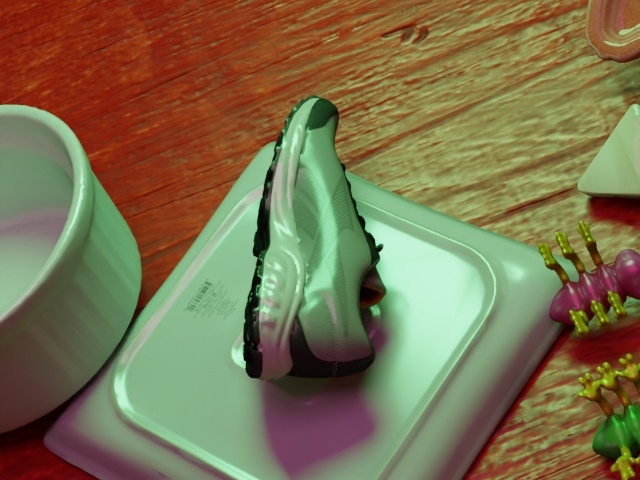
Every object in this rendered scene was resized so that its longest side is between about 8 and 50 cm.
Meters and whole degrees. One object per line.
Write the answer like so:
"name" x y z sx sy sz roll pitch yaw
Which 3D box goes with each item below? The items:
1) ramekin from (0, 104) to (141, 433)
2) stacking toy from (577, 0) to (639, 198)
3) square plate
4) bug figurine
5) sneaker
"ramekin" -0.287 0.032 1.468 0.277 0.135 0.277 -17 46 18
"stacking toy" 0.374 -0.128 1.421 0.309 0.130 0.279 16 90 31
"square plate" -0.011 0.090 1.410 0.344 0.049 0.347 24 67 30
"bug figurine" 0.285 0.061 1.304 0.216 0.072 0.279 -23 62 12
"sneaker" 0.000 0.000 1.390 0.108 0.100 0.271 7 53 -5
